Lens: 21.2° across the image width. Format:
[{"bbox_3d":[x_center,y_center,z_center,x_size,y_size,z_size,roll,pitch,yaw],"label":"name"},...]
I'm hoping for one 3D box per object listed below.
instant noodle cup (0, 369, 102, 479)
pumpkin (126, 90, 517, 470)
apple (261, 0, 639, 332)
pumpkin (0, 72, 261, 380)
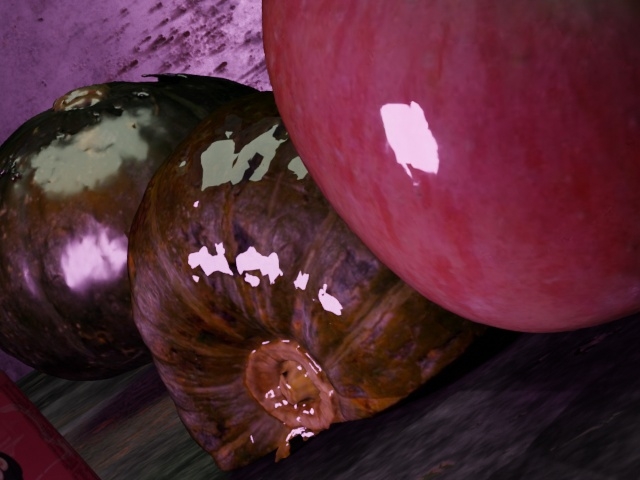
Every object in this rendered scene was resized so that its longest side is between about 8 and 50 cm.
[{"bbox_3d":[-0.268,0.202,1.231,0.258,0.182,0.302,-31,6,39],"label":"instant noodle cup"},{"bbox_3d":[0.000,0.000,1.197,0.325,0.232,0.242,-25,8,41],"label":"pumpkin"},{"bbox_3d":[0.126,-0.109,0.961,0.344,0.269,0.345,-8,47,8],"label":"apple"},{"bbox_3d":[-0.221,-0.025,2.054,0.454,0.344,0.454,-24,5,2],"label":"pumpkin"}]
